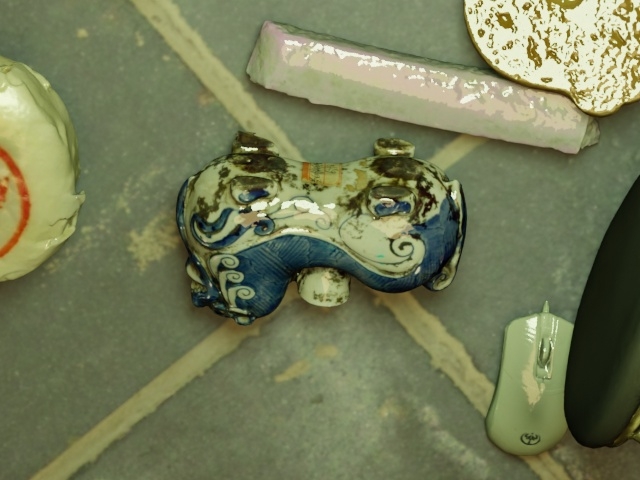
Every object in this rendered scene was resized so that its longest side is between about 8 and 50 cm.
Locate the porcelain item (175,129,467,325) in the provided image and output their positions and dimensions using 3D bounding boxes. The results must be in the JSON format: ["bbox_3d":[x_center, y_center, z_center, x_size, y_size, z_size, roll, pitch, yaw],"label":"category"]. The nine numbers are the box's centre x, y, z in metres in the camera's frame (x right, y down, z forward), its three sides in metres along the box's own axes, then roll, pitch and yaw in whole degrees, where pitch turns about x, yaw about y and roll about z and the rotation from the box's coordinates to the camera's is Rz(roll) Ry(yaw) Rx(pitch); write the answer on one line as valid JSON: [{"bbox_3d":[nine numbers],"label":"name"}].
[{"bbox_3d":[0.000,0.000,1.747,0.288,0.138,0.186,2,120,-1],"label":"porcelain item"}]

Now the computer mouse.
[{"bbox_3d":[0.228,0.152,1.845,0.089,0.056,0.182,5,109,-8],"label":"computer mouse"}]

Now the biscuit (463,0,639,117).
[{"bbox_3d":[0.242,-0.224,1.701,0.208,0.049,0.181,20,92,5],"label":"biscuit"}]

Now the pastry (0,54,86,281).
[{"bbox_3d":[-0.355,-0.074,1.704,0.264,0.133,0.265,0,113,-1],"label":"pastry"}]

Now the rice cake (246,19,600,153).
[{"bbox_3d":[0.109,-0.147,1.737,0.365,0.056,0.073,12,111,-5],"label":"rice cake"}]

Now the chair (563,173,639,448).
[{"bbox_3d":[0.471,0.115,1.686,0.410,0.365,0.362,18,108,-3],"label":"chair"}]
